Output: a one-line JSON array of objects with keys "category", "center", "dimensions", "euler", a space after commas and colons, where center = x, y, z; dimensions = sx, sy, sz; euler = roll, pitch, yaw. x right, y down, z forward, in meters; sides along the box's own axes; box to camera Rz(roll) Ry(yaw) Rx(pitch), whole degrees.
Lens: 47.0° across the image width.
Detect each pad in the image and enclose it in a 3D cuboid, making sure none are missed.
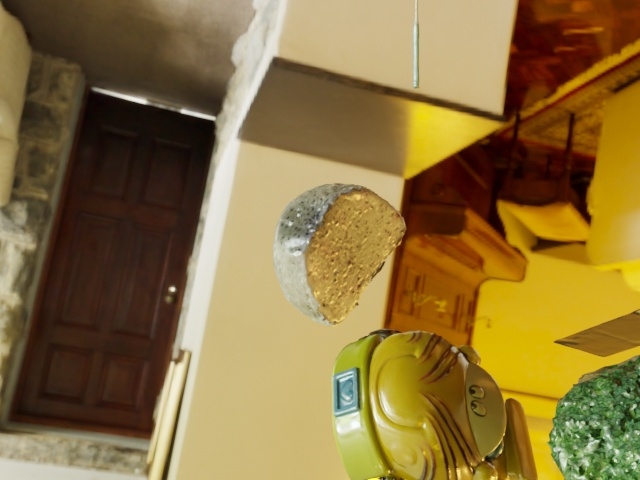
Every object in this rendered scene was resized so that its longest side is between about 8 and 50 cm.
[{"category": "pad", "center": [0.479, 0.151, 1.174], "dimensions": [0.116, 0.004, 0.193], "euler": [18, 151, -19]}]

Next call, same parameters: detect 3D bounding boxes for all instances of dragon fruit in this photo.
[{"category": "dragon fruit", "center": [0.000, 0.000, 1.486], "dimensions": [0.204, 0.283, 0.221], "euler": [18, 159, 48]}]

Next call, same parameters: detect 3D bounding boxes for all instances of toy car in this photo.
[{"category": "toy car", "center": [0.124, 0.189, 0.750], "dimensions": [0.142, 0.201, 0.248], "euler": [-24, 140, 28]}]

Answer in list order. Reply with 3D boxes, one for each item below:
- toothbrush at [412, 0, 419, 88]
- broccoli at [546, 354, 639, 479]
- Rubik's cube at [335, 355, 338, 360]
[{"category": "toothbrush", "center": [0.149, -0.324, 1.161], "dimensions": [0.014, 0.167, 0.011], "euler": [-3, -177, -44]}, {"category": "broccoli", "center": [0.314, 0.212, 0.562], "dimensions": [0.307, 0.308, 0.275], "euler": [14, 132, -24]}, {"category": "Rubik's cube", "center": [0.079, 0.255, 1.464], "dimensions": [0.111, 0.111, 0.093], "euler": [5, 177, 32]}]
